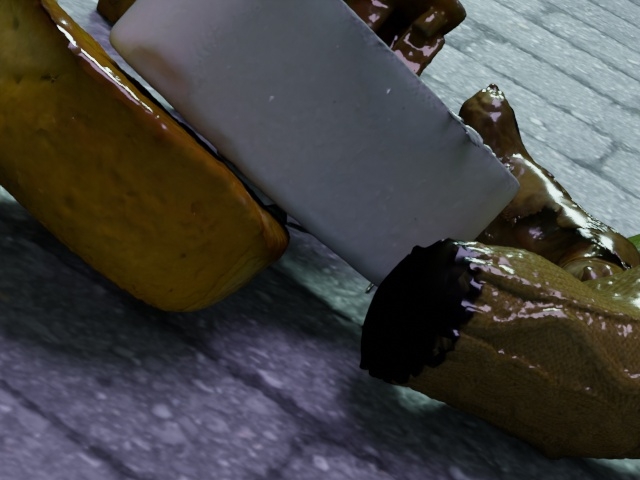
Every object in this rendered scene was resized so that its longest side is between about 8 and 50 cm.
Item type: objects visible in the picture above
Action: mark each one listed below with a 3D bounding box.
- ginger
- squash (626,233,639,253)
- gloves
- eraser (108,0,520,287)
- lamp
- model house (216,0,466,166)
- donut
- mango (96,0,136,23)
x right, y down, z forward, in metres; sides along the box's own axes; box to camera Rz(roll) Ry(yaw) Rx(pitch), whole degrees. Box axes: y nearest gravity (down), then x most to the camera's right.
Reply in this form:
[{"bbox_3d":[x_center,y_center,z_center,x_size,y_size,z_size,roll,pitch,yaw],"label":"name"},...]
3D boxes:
[{"bbox_3d":[0.204,-0.008,1.358,0.133,0.107,0.309,50,5,-43],"label":"ginger"},{"bbox_3d":[0.321,0.018,1.504,0.052,0.052,0.183,40,31,28],"label":"squash"},{"bbox_3d":[0.197,0.085,1.106,0.357,0.203,0.155,4,69,-31],"label":"gloves"},{"bbox_3d":[-0.031,-0.130,1.159,0.331,0.150,0.331,43,6,-5],"label":"eraser"},{"bbox_3d":[-0.001,-0.001,1.249,0.121,0.041,0.054,24,15,5],"label":"lamp"},{"bbox_3d":[-0.016,-0.157,1.366,0.199,0.219,0.229,34,69,0],"label":"model house"},{"bbox_3d":[-0.147,-0.060,1.026,0.303,0.110,0.303,44,1,-1],"label":"donut"},{"bbox_3d":[-0.113,-0.291,1.562,0.136,0.166,0.236,35,26,9],"label":"mango"}]
